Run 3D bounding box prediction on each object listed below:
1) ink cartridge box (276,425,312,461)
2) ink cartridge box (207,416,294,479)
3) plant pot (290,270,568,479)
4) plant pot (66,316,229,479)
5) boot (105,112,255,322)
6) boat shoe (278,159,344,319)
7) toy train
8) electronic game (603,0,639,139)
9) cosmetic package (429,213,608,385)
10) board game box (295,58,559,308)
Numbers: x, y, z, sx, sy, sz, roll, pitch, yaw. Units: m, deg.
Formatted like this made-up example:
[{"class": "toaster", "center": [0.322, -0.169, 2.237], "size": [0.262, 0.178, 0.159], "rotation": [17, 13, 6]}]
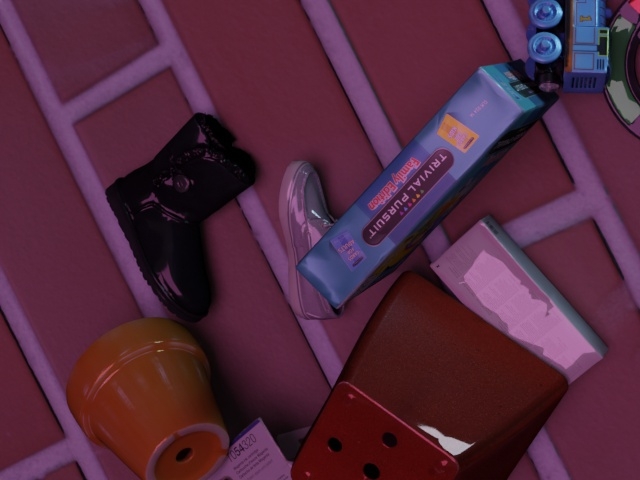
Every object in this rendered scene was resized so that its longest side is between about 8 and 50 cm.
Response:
[{"class": "ink cartridge box", "center": [-0.002, 0.361, 1.892], "size": [0.104, 0.061, 0.181], "rotation": [-18, 93, 22]}, {"class": "ink cartridge box", "center": [-0.064, 0.450, 1.870], "size": [0.324, 0.071, 0.330], "rotation": [-44, 73, 39]}, {"class": "plant pot", "center": [0.116, 0.246, 1.706], "size": [0.267, 0.235, 0.267], "rotation": [35, 121, 14]}, {"class": "plant pot", "center": [-0.224, 0.243, 1.841], "size": [0.188, 0.205, 0.205], "rotation": [47, 114, 41]}, {"class": "boot", "center": [-0.173, -0.033, 1.871], "size": [0.207, 0.094, 0.246], "rotation": [-34, 81, 25]}, {"class": "boat shoe", "center": [-0.001, 0.001, 1.820], "size": [0.081, 0.079, 0.228], "rotation": [4, 107, 33]}, {"class": "toy train", "center": [0.309, -0.269, 1.640], "size": [0.105, 0.080, 0.184], "rotation": [3, 72, 6]}, {"class": "electronic game", "center": [0.461, -0.221, 1.637], "size": [0.229, 0.048, 0.229], "rotation": [4, 100, 20]}, {"class": "cosmetic package", "center": [0.263, 0.088, 1.752], "size": [0.099, 0.060, 0.239], "rotation": [-43, 84, 21]}, {"class": "board game box", "center": [0.141, -0.076, 1.666], "size": [0.079, 0.254, 0.336], "rotation": [45, 111, 7]}]
